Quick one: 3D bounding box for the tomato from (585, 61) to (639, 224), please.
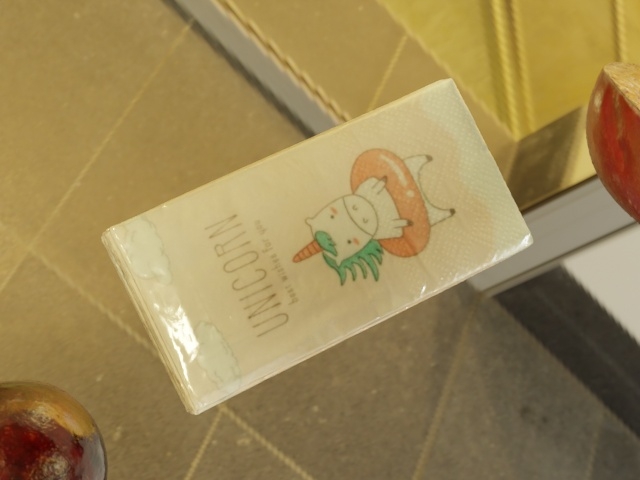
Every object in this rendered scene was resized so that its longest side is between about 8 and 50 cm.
[{"bbox_3d":[0.432,-0.066,1.423,0.338,0.143,0.338,26,24,-12],"label":"tomato"}]

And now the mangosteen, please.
[{"bbox_3d":[-0.328,0.206,1.149,0.257,0.215,0.215,45,45,-10],"label":"mangosteen"}]

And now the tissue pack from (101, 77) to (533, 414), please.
[{"bbox_3d":[0.000,0.000,1.027,0.325,0.071,0.170,-25,89,-16],"label":"tissue pack"}]
